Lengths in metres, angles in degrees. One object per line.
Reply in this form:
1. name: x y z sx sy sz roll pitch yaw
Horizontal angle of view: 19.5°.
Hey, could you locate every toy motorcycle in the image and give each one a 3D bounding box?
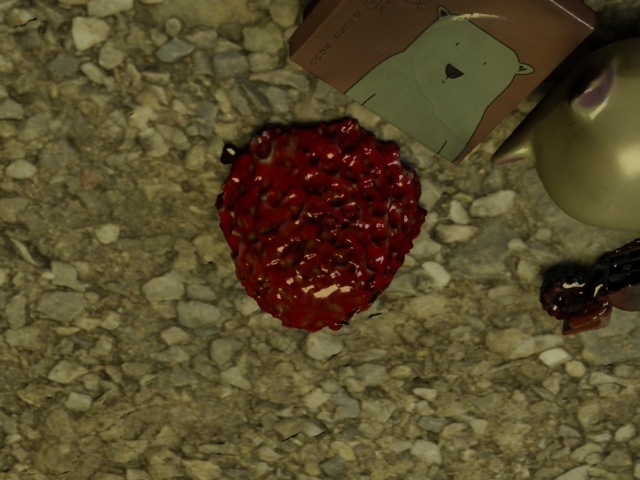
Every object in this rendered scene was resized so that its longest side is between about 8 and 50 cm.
1. toy motorcycle: 0.347 0.063 2.004 0.213 0.084 0.118 -14 129 25

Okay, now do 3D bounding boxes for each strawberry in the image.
1. strawberry: 0.000 0.000 1.919 0.234 0.178 0.234 -1 126 -2

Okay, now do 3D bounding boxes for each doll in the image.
1. doll: 0.378 -0.065 1.818 0.370 0.226 0.215 36 155 -12

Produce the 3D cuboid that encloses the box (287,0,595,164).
1. box: 0.114 -0.211 1.787 0.215 0.086 0.215 31 125 -20
